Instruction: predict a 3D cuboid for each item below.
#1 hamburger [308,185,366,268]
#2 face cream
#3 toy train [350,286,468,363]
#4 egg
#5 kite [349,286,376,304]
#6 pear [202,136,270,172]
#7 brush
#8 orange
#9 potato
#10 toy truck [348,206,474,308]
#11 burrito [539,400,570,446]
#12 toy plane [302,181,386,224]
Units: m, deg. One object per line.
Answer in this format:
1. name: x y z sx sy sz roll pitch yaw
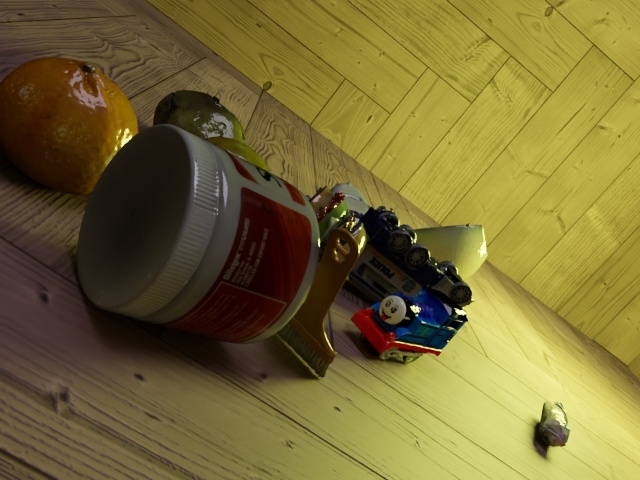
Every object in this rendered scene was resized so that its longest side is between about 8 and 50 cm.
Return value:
1. hamburger: 0.000 0.000 1.154 0.137 0.175 0.175 51 13 -7
2. face cream: -0.129 0.000 0.725 0.187 0.201 0.201 24 20 -44
3. toy train: 0.153 0.140 1.136 0.204 0.131 0.083 19 24 -53
4. egg: 0.304 0.048 1.754 0.206 0.162 0.271 -2 -5 -21
5. kite: 0.107 0.121 1.336 0.156 0.011 0.139 28 16 -39
6. pear: -0.152 -0.085 1.041 0.162 0.149 0.149 33 14 -45
7. brush: -0.001 0.073 0.797 0.103 0.272 0.013 44 54 17
8. orange: -0.312 -0.144 0.825 0.177 0.155 0.177 49 8 -10
9. potato: -0.224 -0.202 1.232 0.169 0.143 0.248 43 10 -32
10. toy truck: 0.168 0.068 1.334 0.268 0.155 0.124 38 14 -21
11. burrito: 0.482 0.379 1.372 0.064 0.064 0.203 43 13 14
12. toy plane: 0.054 -0.056 1.518 0.267 0.122 0.267 18 19 -6
